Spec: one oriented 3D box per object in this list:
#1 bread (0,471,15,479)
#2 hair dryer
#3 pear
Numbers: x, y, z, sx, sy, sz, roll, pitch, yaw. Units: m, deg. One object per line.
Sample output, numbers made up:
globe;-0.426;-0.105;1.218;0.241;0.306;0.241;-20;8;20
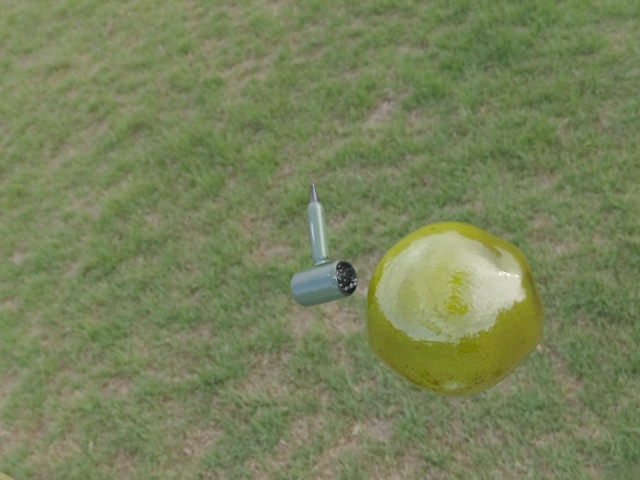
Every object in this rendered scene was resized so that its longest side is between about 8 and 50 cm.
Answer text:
bread;-0.234;0.248;0.343;0.314;0.192;0.370;19;35;-5
hair dryer;0.000;0.000;0.919;0.071;0.047;0.150;-18;70;39
pear;0.146;0.073;0.855;0.198;0.198;0.198;-16;43;15
